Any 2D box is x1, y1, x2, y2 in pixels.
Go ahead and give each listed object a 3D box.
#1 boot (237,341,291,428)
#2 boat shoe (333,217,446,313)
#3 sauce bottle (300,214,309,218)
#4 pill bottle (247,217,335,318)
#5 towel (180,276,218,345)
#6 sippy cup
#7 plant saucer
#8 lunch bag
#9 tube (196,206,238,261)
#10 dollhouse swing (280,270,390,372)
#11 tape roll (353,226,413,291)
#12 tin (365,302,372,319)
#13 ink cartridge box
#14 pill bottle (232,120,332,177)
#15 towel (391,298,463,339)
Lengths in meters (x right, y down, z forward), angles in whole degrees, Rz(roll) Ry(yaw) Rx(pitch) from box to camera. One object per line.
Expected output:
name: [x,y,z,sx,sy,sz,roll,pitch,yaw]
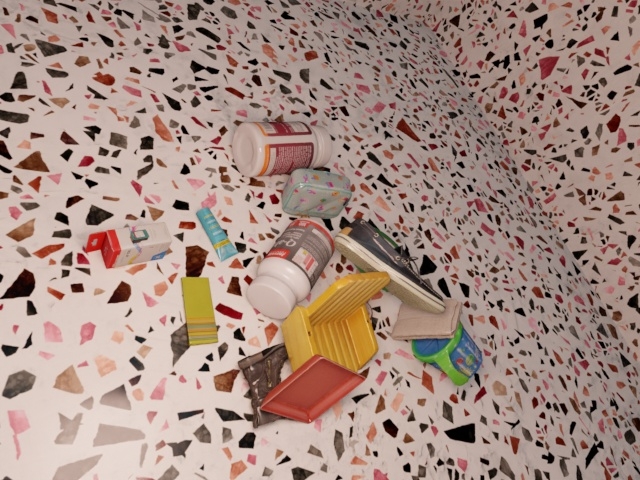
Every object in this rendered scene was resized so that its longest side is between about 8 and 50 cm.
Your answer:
boot: [-0.148,0.470,1.524,0.263,0.091,0.229,-14,78,-43]
boat shoe: [0.282,0.097,1.741,0.500,0.187,0.156,38,72,-1]
sauce bottle: [-0.068,-0.047,1.930,0.042,0.042,0.128,21,53,-21]
pill bottle: [-0.104,0.099,1.696,0.210,0.210,0.363,39,47,-6]
towel: [-0.405,0.232,1.541,0.102,0.021,0.237,6,57,-37]
sippy cup: [0.534,0.449,1.899,0.224,0.240,0.305,42,58,-18]
plant saucer: [-0.023,0.462,1.453,0.259,0.258,0.048,38,15,-43]
lunch bag: [-0.015,-0.184,1.937,0.279,0.224,0.108,7,54,-23]
tube: [-0.386,-0.024,1.705,0.080,0.052,0.207,-29,85,-31]
dollhouse swing: [0.105,0.306,1.574,0.347,0.305,0.315,2,66,-49]
tape roll: [0.255,0.075,1.975,0.321,0.077,0.321,32,30,-21]
tin: [0.131,0.261,1.867,0.189,0.040,0.106,42,51,-3]
ink cartridge box: [-0.607,0.019,1.465,0.231,0.134,0.078,-12,69,-38]
pill bottle: [-0.156,-0.394,1.975,0.392,0.224,0.224,-12,68,-38]
towel: [0.428,0.319,1.872,0.049,0.282,0.187,56,41,-27]
